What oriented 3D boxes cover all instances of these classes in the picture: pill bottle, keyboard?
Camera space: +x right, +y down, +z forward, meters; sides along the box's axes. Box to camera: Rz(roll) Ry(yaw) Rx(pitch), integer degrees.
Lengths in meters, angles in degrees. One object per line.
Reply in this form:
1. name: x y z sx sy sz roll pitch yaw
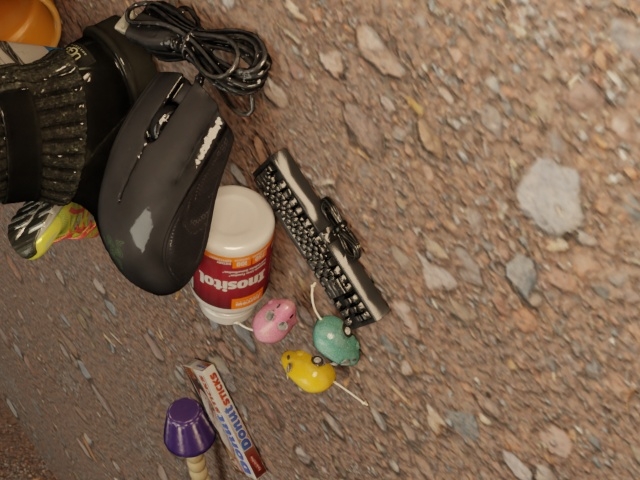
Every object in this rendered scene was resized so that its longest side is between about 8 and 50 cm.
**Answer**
1. pill bottle: -0.092 0.020 1.113 0.086 0.086 0.152 44 152 24
2. keyboard: 0.000 0.000 1.007 0.180 0.023 0.108 57 153 -1

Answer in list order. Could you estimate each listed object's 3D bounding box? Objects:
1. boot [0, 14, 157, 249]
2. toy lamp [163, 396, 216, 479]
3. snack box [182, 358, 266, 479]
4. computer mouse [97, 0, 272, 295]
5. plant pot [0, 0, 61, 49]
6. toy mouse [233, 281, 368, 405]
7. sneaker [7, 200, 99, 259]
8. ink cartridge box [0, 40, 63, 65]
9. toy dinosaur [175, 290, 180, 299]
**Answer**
1. boot: -0.297 -0.058 1.173 0.131 0.260 0.348 35 145 36
2. toy lamp: -0.185 0.333 1.618 0.080 0.080 0.274 39 148 32
3. snack box: -0.132 0.245 1.492 0.064 0.022 0.178 3 121 57
4. computer mouse: -0.152 -0.076 0.993 0.188 0.072 0.272 28 112 38
5. plant pot: -0.422 -0.292 1.233 0.188 0.205 0.205 65 157 21
6. toy mouse: -0.018 0.099 1.091 0.161 0.031 0.143 25 138 14
7. sneaker: -0.310 -0.032 1.348 0.081 0.208 0.094 -21 117 26
8. ink cartridge box: -0.366 -0.143 1.211 0.086 0.203 0.148 48 120 29
9. toy dinosaur: -0.157 -0.008 1.138 0.112 0.064 0.211 55 176 -5
